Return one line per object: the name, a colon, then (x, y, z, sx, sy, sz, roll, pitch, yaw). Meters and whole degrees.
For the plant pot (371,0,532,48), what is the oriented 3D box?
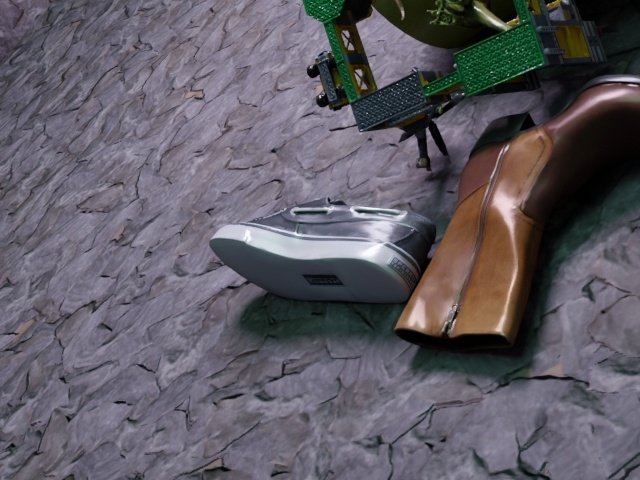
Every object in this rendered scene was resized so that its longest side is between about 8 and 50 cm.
plant pot: (0.210, -0.433, 1.401, 0.353, 0.366, 0.367, -40, 25, 40)

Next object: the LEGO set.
LEGO set: (0.160, -0.248, 1.284, 0.331, 0.255, 0.192, -30, -10, 36)

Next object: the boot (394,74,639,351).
boot: (0.212, -0.024, 1.116, 0.264, 0.096, 0.280, -6, 46, 43)

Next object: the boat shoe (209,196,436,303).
boat shoe: (0.000, 0.000, 1.307, 0.301, 0.108, 0.102, 2, 51, 45)
